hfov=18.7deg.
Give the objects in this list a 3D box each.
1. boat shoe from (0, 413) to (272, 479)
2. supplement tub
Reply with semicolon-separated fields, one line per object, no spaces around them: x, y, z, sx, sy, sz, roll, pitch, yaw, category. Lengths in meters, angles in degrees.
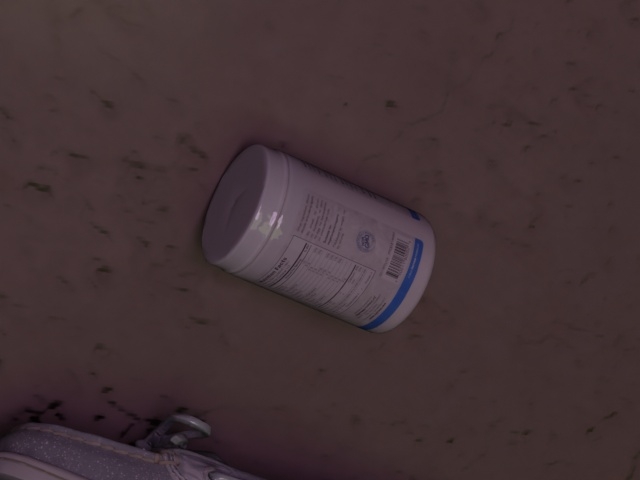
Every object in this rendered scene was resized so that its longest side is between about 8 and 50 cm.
-0.041;0.162;1.066;0.320;0.103;0.118;21;145;-20;boat shoe
0.000;0.000;1.015;0.107;0.071;0.071;24;105;-23;supplement tub
